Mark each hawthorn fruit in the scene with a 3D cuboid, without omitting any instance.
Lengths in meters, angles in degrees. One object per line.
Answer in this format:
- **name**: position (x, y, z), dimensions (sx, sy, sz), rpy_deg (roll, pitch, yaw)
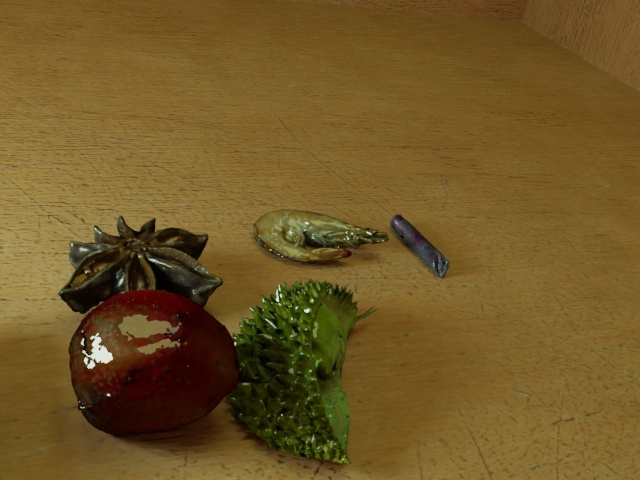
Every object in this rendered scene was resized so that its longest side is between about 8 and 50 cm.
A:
- **hawthorn fruit**: position (-0.177, 0.144, 1.010), dimensions (0.235, 0.181, 0.181), rpy_deg (5, 30, -15)

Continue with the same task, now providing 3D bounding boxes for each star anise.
- **star anise**: position (-0.255, 0.054, 1.228), dimensions (0.220, 0.099, 0.214), rpy_deg (10, 43, -14)

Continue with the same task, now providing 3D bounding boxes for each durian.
- **durian**: position (-0.028, 0.158, 1.155), dimensions (0.169, 0.157, 0.355), rpy_deg (45, 25, -16)

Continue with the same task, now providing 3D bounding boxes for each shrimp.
- **shrimp**: position (0.001, -0.003, 1.464), dimensions (0.236, 0.053, 0.133), rpy_deg (8, 27, -1)

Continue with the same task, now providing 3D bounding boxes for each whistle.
- **whistle**: position (0.179, 0.007, 1.537), dimensions (0.033, 0.033, 0.176), rpy_deg (-4, 34, -28)
